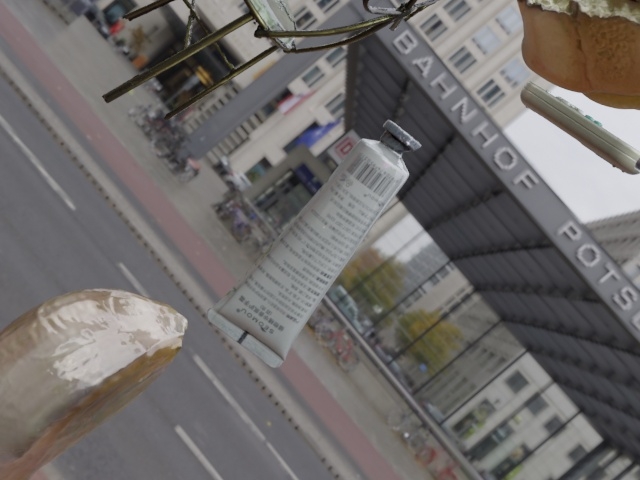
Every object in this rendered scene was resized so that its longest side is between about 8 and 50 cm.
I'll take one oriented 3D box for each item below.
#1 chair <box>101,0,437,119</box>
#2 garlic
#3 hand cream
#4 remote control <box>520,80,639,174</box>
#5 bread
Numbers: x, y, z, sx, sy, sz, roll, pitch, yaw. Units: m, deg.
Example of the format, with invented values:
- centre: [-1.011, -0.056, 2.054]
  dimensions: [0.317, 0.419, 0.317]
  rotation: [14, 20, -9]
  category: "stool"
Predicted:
- centre: [-0.059, -0.240, 0.804]
  dimensions: [0.170, 0.326, 0.160]
  rotation: [69, 15, 6]
  category: "chair"
- centre: [-0.190, 0.103, 0.580]
  dimensions: [0.087, 0.195, 0.101]
  rotation: [45, -5, 31]
  category: "garlic"
- centre: [0.000, 0.000, 0.588]
  dimensions: [0.067, 0.194, 0.042]
  rotation: [37, 11, -8]
  category: "hand cream"
- centre: [0.375, -0.162, 1.188]
  dimensions: [0.078, 0.042, 0.221]
  rotation: [12, 28, -51]
  category: "remote control"
- centre: [0.473, -0.341, 1.290]
  dimensions: [0.316, 0.211, 0.270]
  rotation: [19, -22, 33]
  category: "bread"
